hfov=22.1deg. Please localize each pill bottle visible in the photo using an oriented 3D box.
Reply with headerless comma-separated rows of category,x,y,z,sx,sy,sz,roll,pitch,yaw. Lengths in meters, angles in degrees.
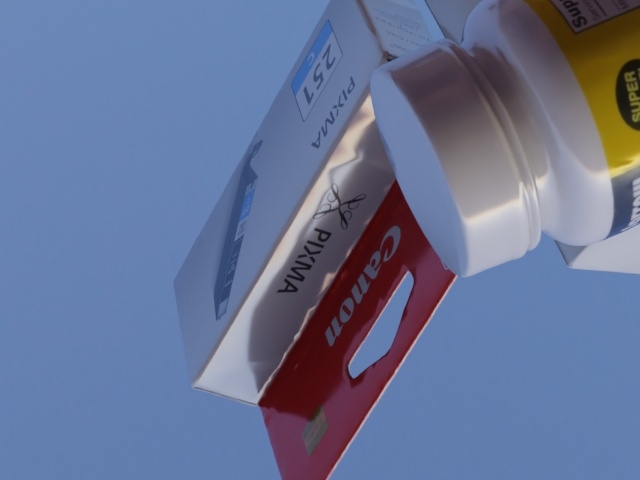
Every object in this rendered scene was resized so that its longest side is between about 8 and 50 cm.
pill bottle,0.135,-0.070,0.716,0.208,0.119,0.119,-24,-118,-8

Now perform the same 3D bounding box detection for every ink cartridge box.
ink cartridge box,0.000,0.000,1.139,0.066,0.296,0.261,19,-153,-24

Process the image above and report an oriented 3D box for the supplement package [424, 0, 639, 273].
supplement package,0.226,-0.139,1.046,0.198,0.199,0.262,5,-131,-40
